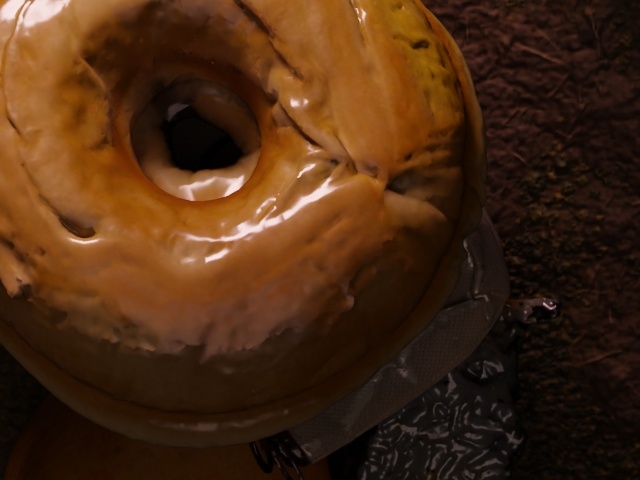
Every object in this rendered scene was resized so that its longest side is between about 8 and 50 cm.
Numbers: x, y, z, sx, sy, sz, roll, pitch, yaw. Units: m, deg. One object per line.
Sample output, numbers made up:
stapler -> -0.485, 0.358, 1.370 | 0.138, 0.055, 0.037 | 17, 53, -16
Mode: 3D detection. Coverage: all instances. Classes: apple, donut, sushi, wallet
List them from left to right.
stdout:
apple -> -0.120, 0.228, 1.643 | 0.275, 0.299, 0.299 | -29, 113, -12
donut -> -0.096, -0.069, 1.439 | 0.448, 0.198, 0.449 | 0, 76, -2
wallet -> -0.002, 0.001, 1.556 | 0.274, 0.068, 0.335 | -28, 82, -16
sushi -> 0.095, 0.148, 1.672 | 0.139, 0.184, 0.274 | 14, 108, -11
